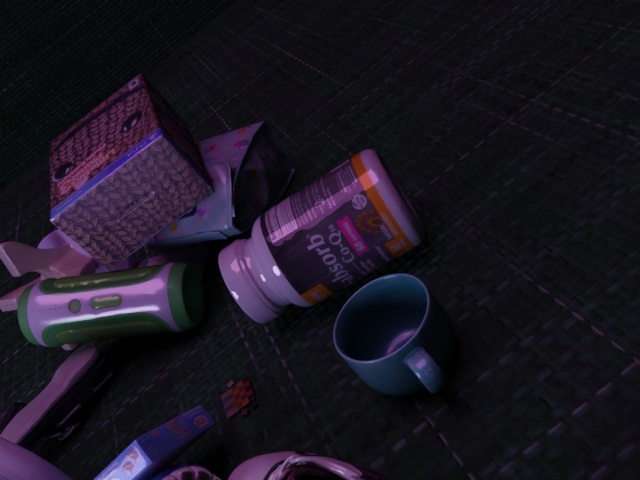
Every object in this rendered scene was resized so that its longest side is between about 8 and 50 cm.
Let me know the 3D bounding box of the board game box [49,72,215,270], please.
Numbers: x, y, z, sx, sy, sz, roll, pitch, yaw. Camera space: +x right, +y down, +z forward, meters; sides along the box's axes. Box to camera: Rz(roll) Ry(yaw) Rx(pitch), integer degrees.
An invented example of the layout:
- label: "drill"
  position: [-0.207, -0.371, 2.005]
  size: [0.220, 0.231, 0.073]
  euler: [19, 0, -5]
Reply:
- label: "board game box"
  position: [-0.348, -0.132, 1.202]
  size: [0.232, 0.141, 0.291]
  euler: [-37, 39, 4]

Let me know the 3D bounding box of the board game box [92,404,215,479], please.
- label: "board game box"
  position: [-0.247, 0.303, 0.843]
  size: [0.211, 0.039, 0.160]
  euler: [-45, -11, 14]

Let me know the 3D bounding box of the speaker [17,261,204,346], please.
- label: "speaker"
  position: [-0.361, 0.112, 1.165]
  size: [0.297, 0.131, 0.131]
  euler: [-8, 39, 9]

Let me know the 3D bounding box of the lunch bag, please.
- label: "lunch bag"
  position: [-0.203, -0.090, 1.292]
  size: [0.224, 0.160, 0.262]
  euler: [-11, 37, 30]

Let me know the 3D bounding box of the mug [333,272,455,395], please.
- label: "mug"
  position: [0.093, 0.128, 0.791]
  size: [0.130, 0.097, 0.157]
  euler: [-21, 37, 26]

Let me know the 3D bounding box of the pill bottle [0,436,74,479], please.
- label: "pill bottle"
  position: [-0.502, 0.462, 0.844]
  size: [0.229, 0.229, 0.407]
  euler: [-8, 43, 39]

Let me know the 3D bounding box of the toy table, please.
- label: "toy table"
  position: [-0.524, 0.077, 1.363]
  size: [0.274, 0.252, 0.161]
  euler: [-24, 18, 38]

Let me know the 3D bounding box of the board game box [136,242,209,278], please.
- label: "board game box"
  position: [-0.299, 0.064, 1.313]
  size: [0.154, 0.026, 0.103]
  euler: [-16, 38, 19]

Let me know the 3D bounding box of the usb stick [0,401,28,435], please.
- label: "usb stick"
  position: [-0.559, 0.402, 1.127]
  size: [0.045, 0.077, 0.278]
  euler: [9, 43, 1]

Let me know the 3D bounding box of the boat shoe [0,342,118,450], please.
- label: "boat shoe"
  position: [-0.456, 0.294, 1.151]
  size: [0.095, 0.079, 0.254]
  euler: [1, 47, 48]

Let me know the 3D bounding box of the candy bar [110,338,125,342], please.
- label: "candy bar"
  position: [-0.367, 0.134, 1.319]
  size: [0.040, 0.018, 0.161]
  euler: [-12, 41, 34]

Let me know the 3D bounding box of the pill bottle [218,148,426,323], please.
- label: "pill bottle"
  position: [0.000, 0.000, 0.986]
  size: [0.279, 0.162, 0.162]
  euler: [-32, 32, 12]

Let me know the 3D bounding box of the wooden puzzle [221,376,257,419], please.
- label: "wooden puzzle"
  position: [-0.118, 0.226, 0.963]
  size: [0.049, 0.006, 0.083]
  euler: [-37, 32, 2]

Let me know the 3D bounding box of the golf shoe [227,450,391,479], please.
- label: "golf shoe"
  position: [-0.017, 0.262, 0.715]
  size: [0.273, 0.120, 0.105]
  euler: [-7, 45, 42]

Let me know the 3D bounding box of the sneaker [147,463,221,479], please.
- label: "sneaker"
  position: [-0.225, 0.406, 0.763]
  size: [0.330, 0.130, 0.147]
  euler: [-55, 15, -19]
